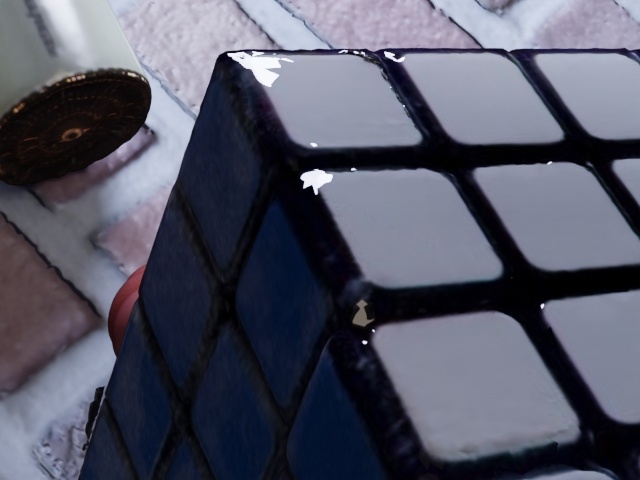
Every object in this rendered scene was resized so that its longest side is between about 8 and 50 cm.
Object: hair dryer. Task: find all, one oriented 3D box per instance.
[{"bbox_3d":[-0.315,-0.107,0.979,0.362,0.128,0.203,-23,71,-15],"label":"hair dryer"}]

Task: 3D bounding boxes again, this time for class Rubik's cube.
[{"bbox_3d":[0.106,0.131,0.747,0.344,0.344,0.337,-6,49,-27],"label":"Rubik's cube"}]

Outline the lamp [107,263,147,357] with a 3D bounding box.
[{"bbox_3d":[-0.084,0.058,0.949,0.108,0.092,0.107,22,25,-11],"label":"lamp"}]
